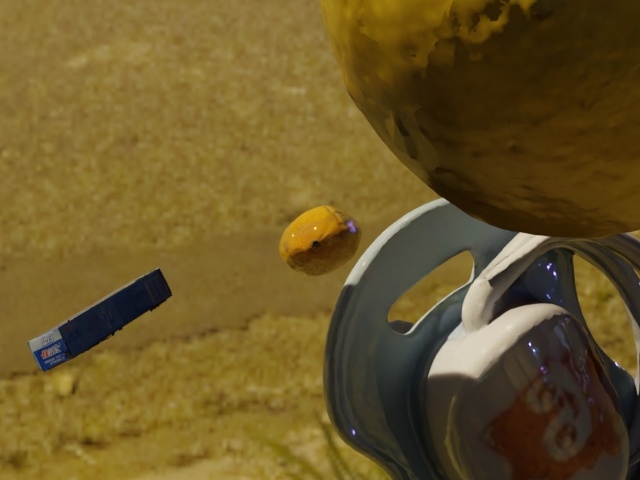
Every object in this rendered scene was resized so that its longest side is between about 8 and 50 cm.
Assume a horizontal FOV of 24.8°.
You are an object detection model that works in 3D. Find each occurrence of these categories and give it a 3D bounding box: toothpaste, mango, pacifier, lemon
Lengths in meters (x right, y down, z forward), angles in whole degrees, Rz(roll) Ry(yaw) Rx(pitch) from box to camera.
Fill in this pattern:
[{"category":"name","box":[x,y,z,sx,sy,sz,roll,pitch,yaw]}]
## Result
[{"category":"toothpaste","box":[-0.306,0.108,2.065,0.066,0.053,0.272,-22,6,29]},{"category":"mango","box":[0.000,0.000,1.667,0.098,0.075,0.190,-18,2,3]},{"category":"pacifier","box":[0.103,0.100,1.019,0.244,0.299,0.233,-39,22,-26]},{"category":"lemon","box":[0.127,-0.132,0.783,0.284,0.260,0.260,34,13,-31]}]
